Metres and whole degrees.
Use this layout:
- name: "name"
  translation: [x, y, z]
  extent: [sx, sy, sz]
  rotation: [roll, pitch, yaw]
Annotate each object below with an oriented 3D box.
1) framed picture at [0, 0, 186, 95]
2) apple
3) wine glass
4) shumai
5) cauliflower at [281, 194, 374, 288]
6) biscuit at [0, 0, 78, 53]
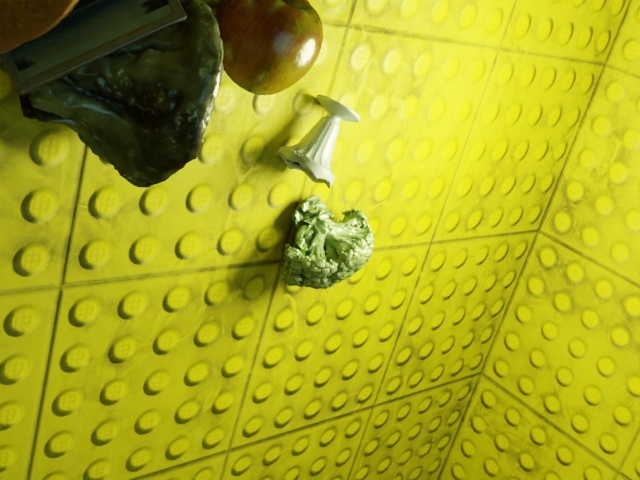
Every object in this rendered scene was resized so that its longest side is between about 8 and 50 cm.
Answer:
- name: "framed picture"
  translation: [-0.419, -0.415, 1.430]
  extent: [0.314, 0.024, 0.232]
  rotation: [-28, 91, -9]
- name: "apple"
  translation: [-0.123, -0.441, 1.836]
  extent: [0.246, 0.246, 0.226]
  rotation: [0, 135, -46]
- name: "wine glass"
  translation: [0.000, -0.252, 2.128]
  extent: [0.165, 0.164, 0.197]
  rotation: [36, 82, -52]
- name: "shumai"
  translation: [-0.387, -0.300, 1.566]
  extent: [0.323, 0.324, 0.397]
  rotation: [14, 143, -31]
- name: "cauliflower"
  translation: [0.000, 0.000, 2.294]
  extent: [0.272, 0.275, 0.250]
  rotation: [-25, 100, 8]
- name: "biscuit"
  translation: [-0.522, -0.473, 1.268]
  extent: [0.385, 0.062, 0.365]
  rotation: [-36, 121, 22]
